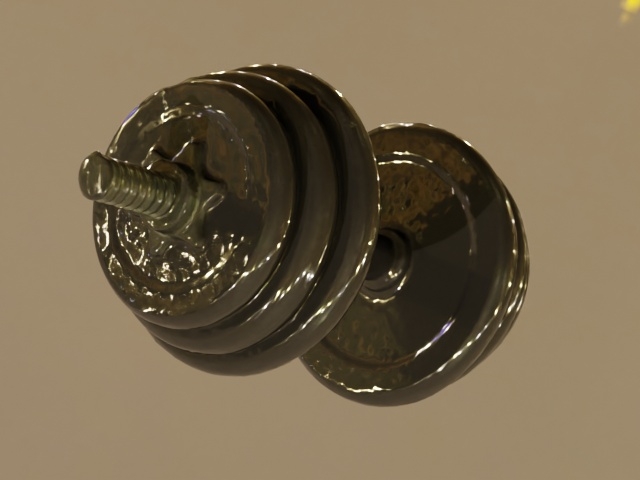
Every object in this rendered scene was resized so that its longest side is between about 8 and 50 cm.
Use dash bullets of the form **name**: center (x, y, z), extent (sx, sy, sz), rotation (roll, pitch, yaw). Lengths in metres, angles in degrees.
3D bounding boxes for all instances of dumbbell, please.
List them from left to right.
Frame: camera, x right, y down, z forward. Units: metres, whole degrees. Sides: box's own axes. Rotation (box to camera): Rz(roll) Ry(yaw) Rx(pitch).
- **dumbbell**: center (0.000, 0.000, 0.605), extent (0.208, 0.099, 0.099), rotation (16, -155, -51)
